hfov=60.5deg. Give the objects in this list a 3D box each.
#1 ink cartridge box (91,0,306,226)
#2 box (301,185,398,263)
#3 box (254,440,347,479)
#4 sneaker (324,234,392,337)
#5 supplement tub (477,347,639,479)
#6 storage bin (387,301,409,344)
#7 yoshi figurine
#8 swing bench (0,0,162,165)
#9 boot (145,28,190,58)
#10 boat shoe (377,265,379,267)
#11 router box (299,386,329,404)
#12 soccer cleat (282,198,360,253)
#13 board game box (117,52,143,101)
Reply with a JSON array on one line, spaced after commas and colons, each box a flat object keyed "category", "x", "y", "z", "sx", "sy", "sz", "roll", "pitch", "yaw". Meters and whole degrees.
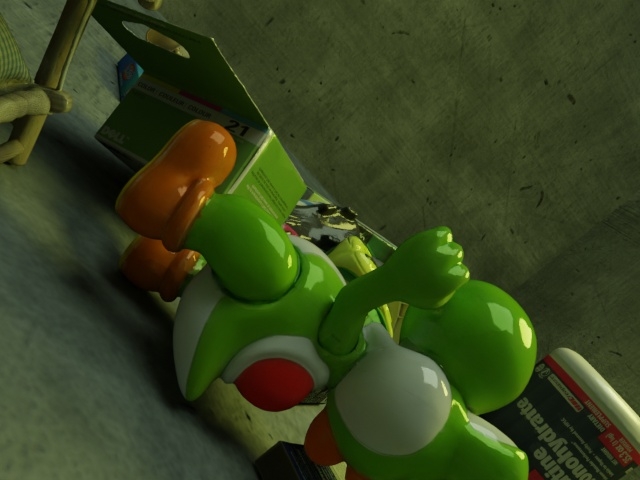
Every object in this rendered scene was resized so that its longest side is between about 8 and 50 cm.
[{"category": "ink cartridge box", "x": -0.145, "y": -0.110, "z": 0.556, "sx": 0.189, "sy": 0.097, "sz": 0.255, "roll": 28, "pitch": -11, "yaw": 24}, {"category": "box", "x": 0.070, "y": -0.042, "z": 1.467, "sx": 0.322, "sy": 0.058, "sz": 0.232, "roll": 31, "pitch": 5, "yaw": -19}, {"category": "box", "x": 0.046, "y": 0.245, "z": 0.469, "sx": 0.225, "sy": 0.036, "sz": 0.136, "roll": 34, "pitch": 16, "yaw": -52}, {"category": "sneaker", "x": 0.042, "y": 0.097, "z": 0.885, "sx": 0.295, "sy": 0.124, "sz": 0.109, "roll": 68, "pitch": 2, "yaw": -52}, {"category": "supplement tub", "x": 0.334, "y": 0.314, "z": 0.840, "sx": 0.191, "sy": 0.272, "sz": 0.191, "roll": 47, "pitch": 8, "yaw": -9}, {"category": "storage bin", "x": 0.240, "y": 0.187, "z": 1.081, "sx": 0.261, "sy": 0.123, "sz": 0.262, "roll": 16, "pitch": -9, "yaw": 28}, {"category": "yoshi figurine", "x": 0.026, "y": 0.052, "z": 0.454, "sx": 0.362, "sy": 0.203, "sz": 0.203, "roll": 37, "pitch": 15, "yaw": 4}, {"category": "swing bench", "x": -0.194, "y": -0.156, "z": 0.301, "sx": 0.165, "sy": 0.255, "sz": 0.253, "roll": 46, "pitch": 9, "yaw": -20}, {"category": "boot", "x": -0.350, "y": -0.425, "z": 1.312, "sx": 0.262, "sy": 0.095, "sz": 0.203, "roll": 53, "pitch": 9, "yaw": -2}, {"category": "boat shoe", "x": 0.180, "y": 0.158, "z": 1.486, "sx": 0.081, "sy": 0.068, "sz": 0.227, "roll": -1, "pitch": 46, "yaw": -49}, {"category": "router box", "x": -0.055, "y": 0.095, "z": 0.608, "sx": 0.179, "sy": 0.046, "sz": 0.133, "roll": 53, "pitch": 10, "yaw": 28}, {"category": "soccer cleat", "x": -0.088, "y": -0.021, "z": 0.827, "sx": 0.331, "sy": 0.143, "sz": 0.115, "roll": 17, "pitch": 61, "yaw": -38}, {"category": "board game box", "x": -0.281, "y": -0.243, "z": 0.977, "sx": 0.160, "sy": 0.047, "sz": 0.210, "roll": 42, "pitch": 11, "yaw": -38}]
